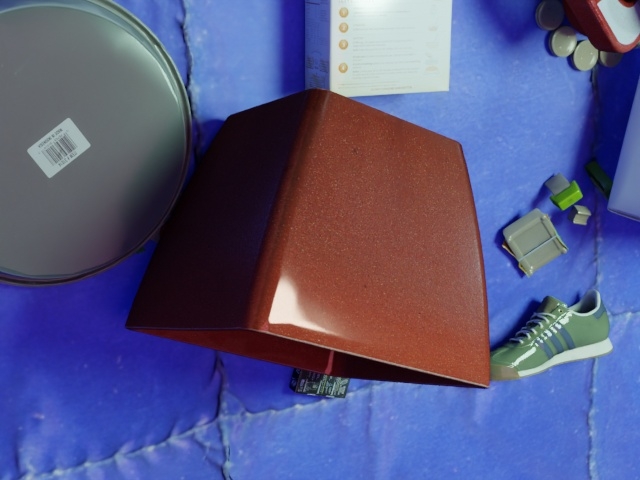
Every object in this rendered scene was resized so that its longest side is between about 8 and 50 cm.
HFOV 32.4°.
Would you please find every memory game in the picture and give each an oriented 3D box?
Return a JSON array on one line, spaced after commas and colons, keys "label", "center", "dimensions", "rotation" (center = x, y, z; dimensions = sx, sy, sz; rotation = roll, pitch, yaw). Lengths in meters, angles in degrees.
[{"label": "memory game", "center": [0.326, -0.291, 1.292], "dimensions": [0.186, 0.012, 0.186], "rotation": [-8, 107, -25]}]

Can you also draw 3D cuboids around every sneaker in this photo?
[{"label": "sneaker", "center": [0.274, 0.110, 1.354], "dimensions": [0.192, 0.064, 0.086], "rotation": [-11, 101, -24]}]

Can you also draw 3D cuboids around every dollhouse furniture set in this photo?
[{"label": "dollhouse furniture set", "center": [0.286, -0.032, 1.339], "dimensions": [0.151, 0.058, 0.076], "rotation": [-35, 126, 8]}]

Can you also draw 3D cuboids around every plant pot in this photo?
[{"label": "plant pot", "center": [0.000, 0.000, 1.077], "dimensions": [0.267, 0.267, 0.236], "rotation": [16, 77, -31]}]

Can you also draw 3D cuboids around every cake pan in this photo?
[{"label": "cake pan", "center": [-0.253, -0.092, 1.029], "dimensions": [0.293, 0.054, 0.293], "rotation": [-6, 105, -23]}]

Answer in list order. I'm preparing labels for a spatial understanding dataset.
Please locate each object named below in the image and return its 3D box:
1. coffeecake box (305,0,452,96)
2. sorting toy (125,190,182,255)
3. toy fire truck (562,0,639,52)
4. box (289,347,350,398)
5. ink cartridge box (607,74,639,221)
[{"label": "coffeecake box", "center": [0.060, -0.246, 1.140], "dimensions": [0.142, 0.068, 0.185], "rotation": [-7, 107, -24]}, {"label": "sorting toy", "center": [-0.165, -0.014, 1.126], "dimensions": [0.062, 0.012, 0.083], "rotation": [31, 89, -30]}, {"label": "toy fire truck", "center": [0.346, -0.363, 1.166], "dimensions": [0.302, 0.169, 0.254], "rotation": [-49, 121, -16]}, {"label": "box", "center": [0.007, 0.135, 1.249], "dimensions": [0.067, 0.018, 0.083], "rotation": [10, 100, -28]}, {"label": "ink cartridge box", "center": [0.505, -0.120, 1.326], "dimensions": [0.307, 0.129, 0.223], "rotation": [1, 105, -41]}]
